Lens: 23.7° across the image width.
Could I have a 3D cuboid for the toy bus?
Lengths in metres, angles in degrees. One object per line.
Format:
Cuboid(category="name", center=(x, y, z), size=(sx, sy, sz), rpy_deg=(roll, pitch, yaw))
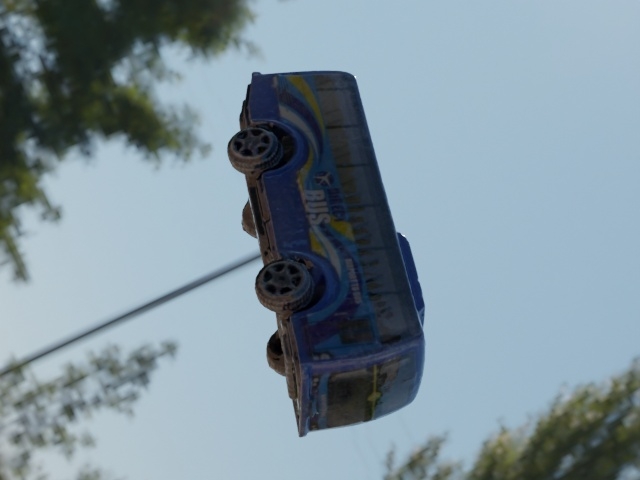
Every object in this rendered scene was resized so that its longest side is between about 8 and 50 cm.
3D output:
Cuboid(category="toy bus", center=(0.002, -0.002, 0.905), size=(0.079, 0.094, 0.237), rpy_deg=(82, -4, -51))
